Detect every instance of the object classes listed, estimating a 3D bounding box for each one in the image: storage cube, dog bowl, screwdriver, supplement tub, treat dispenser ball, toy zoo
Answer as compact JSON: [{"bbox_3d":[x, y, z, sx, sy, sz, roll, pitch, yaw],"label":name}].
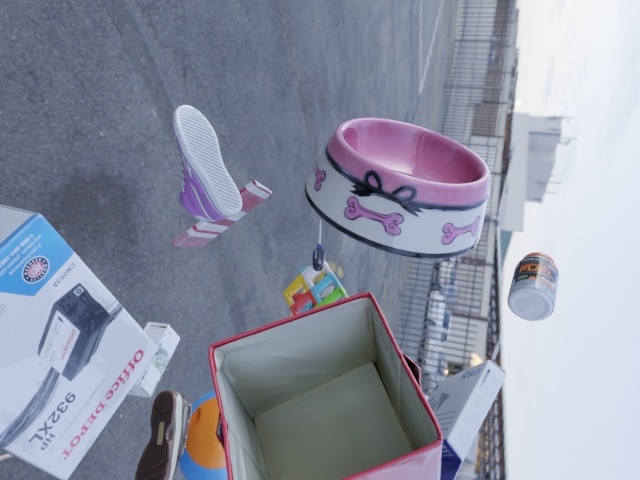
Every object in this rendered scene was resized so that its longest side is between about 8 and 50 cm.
[{"bbox_3d":[0.009,0.206,0.527,0.183,0.215,0.193,-114,-170,-45],"label":"storage cube"},{"bbox_3d":[0.179,-0.137,1.060,0.408,0.409,0.150,-56,165,-57],"label":"dog bowl"},{"bbox_3d":[0.000,0.000,0.903,0.025,0.024,0.169,-49,-160,32],"label":"screwdriver"},{"bbox_3d":[0.584,0.120,1.322,0.190,0.117,0.116,-52,147,-47],"label":"supplement tub"},{"bbox_3d":[-0.254,0.557,1.349,0.288,0.289,0.287,8,90,-74],"label":"treat dispenser ball"},{"bbox_3d":[-0.024,0.180,1.644,0.030,0.192,0.293,46,5,-34],"label":"toy zoo"}]

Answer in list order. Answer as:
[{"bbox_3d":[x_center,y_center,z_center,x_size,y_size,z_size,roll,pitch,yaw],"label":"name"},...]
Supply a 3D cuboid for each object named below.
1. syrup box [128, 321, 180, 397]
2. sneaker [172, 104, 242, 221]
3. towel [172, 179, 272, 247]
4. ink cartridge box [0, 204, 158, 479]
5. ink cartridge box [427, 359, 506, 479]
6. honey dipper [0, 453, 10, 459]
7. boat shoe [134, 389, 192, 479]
[{"bbox_3d":[-0.588,0.406,1.664,0.093,0.097,0.236,73,26,-46],"label":"syrup box"},{"bbox_3d":[-0.316,-0.174,1.180,0.102,0.161,0.281,-29,102,-48],"label":"sneaker"},{"bbox_3d":[-0.321,-0.085,1.611,0.037,0.329,0.237,54,4,4],"label":"towel"},{"bbox_3d":[-0.389,0.139,0.638,0.223,0.129,0.307,-61,147,-35],"label":"ink cartridge box"},{"bbox_3d":[0.218,0.335,0.867,0.224,0.045,0.223,-50,173,-28],"label":"ink cartridge box"},{"bbox_3d":[-0.668,0.479,1.108,0.161,0.031,0.030,9,89,-65],"label":"honey dipper"},{"bbox_3d":[-0.348,0.485,1.119,0.095,0.095,0.257,46,47,-55],"label":"boat shoe"}]
